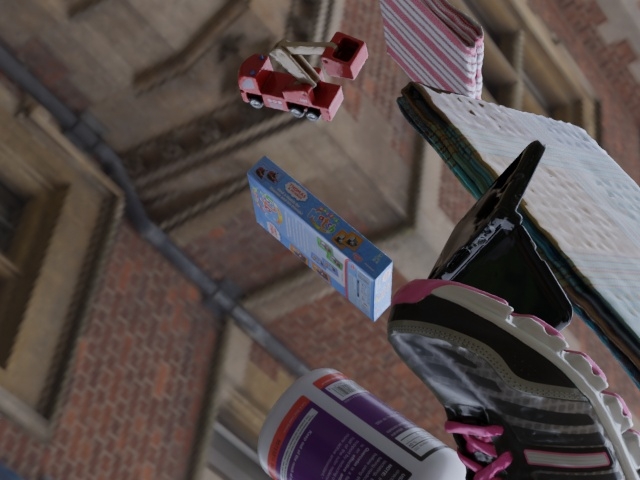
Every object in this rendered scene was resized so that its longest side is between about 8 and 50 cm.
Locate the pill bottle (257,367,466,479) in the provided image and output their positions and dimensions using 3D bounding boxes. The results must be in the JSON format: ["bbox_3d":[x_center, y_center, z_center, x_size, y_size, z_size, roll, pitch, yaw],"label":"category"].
[{"bbox_3d":[0.079,0.328,1.789,0.323,0.181,0.181,32,-102,30],"label":"pill bottle"}]

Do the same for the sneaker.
[{"bbox_3d":[0.073,0.090,0.442,0.075,0.170,0.063,-45,-165,-21],"label":"sneaker"}]

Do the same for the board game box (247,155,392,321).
[{"bbox_3d":[0.000,0.000,1.619,0.211,0.160,0.039,39,-105,15],"label":"board game box"}]

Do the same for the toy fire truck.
[{"bbox_3d":[-0.028,-0.218,1.666,0.192,0.135,0.047,16,-121,22],"label":"toy fire truck"}]

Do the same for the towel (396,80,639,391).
[{"bbox_3d":[0.240,0.015,1.038,0.040,0.271,0.370,-54,-128,25],"label":"towel"}]

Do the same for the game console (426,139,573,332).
[{"bbox_3d":[0.120,0.016,0.811,0.107,0.071,0.122,-58,-177,-35],"label":"game console"}]

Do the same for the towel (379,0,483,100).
[{"bbox_3d":[0.112,-0.192,1.256,0.029,0.197,0.144,-36,-112,-8],"label":"towel"}]
